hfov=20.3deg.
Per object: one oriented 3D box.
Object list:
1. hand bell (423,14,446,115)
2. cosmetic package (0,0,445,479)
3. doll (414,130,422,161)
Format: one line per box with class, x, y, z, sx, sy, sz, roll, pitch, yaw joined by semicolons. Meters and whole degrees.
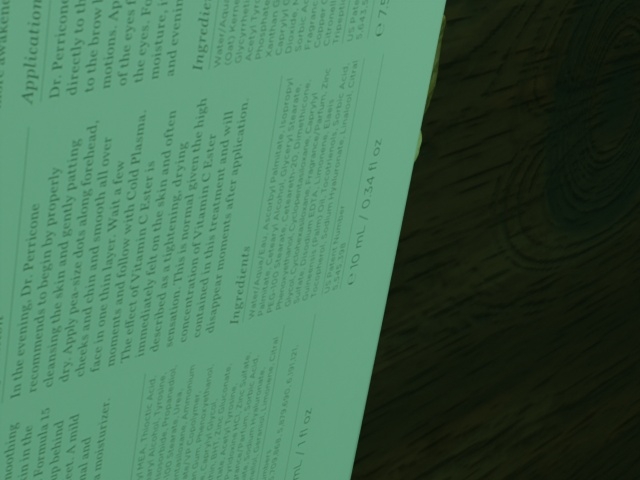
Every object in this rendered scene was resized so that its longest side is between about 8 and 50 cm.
hand bell;0.000;0.000;0.812;0.242;0.126;0.126;-63;148;-11
cosmetic package;-0.105;0.023;0.470;0.284;0.097;0.377;-18;127;-46
doll;-0.024;-0.046;0.858;0.189;0.046;0.129;5;107;-53
